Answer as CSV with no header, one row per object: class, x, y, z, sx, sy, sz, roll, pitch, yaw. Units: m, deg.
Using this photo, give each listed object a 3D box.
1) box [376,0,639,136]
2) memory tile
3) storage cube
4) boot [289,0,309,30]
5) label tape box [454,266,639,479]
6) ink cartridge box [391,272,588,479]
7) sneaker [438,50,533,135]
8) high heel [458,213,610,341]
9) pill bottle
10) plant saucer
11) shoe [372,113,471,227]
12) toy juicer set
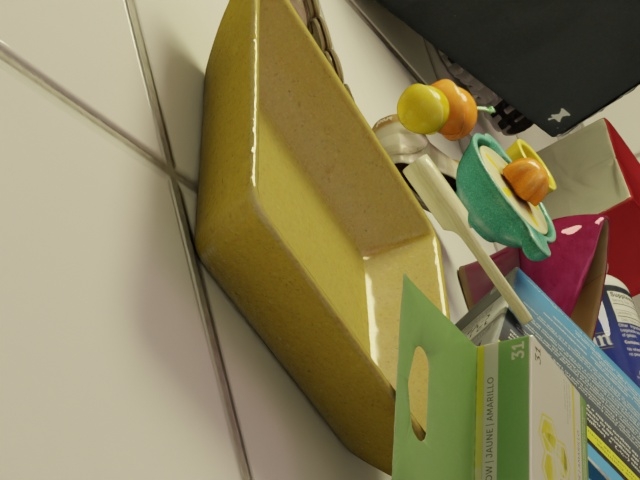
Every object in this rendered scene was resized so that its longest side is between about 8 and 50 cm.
box,0.237,-0.475,2.008,0.480,0.297,0.472,31,38,-39
memory tile,0.007,-0.166,1.452,0.113,0.012,0.148,93,-20,-72
storage cube,0.405,-0.032,2.251,0.193,0.215,0.184,44,27,-39
boot,-0.055,-0.231,1.389,0.118,0.042,0.087,67,23,4
label tape box,0.221,0.189,1.420,0.249,0.115,0.348,45,21,-2
ink cartridge box,0.132,0.146,1.110,0.235,0.056,0.171,48,38,-45
sneaker,0.236,-0.289,2.293,0.292,0.110,0.118,56,5,-38
high heel,0.292,0.157,1.675,0.127,0.181,0.377,21,47,-67
pill bottle,0.328,0.135,1.871,0.153,0.153,0.265,42,28,-55
plant saucer,0.000,0.000,1.159,0.333,0.081,0.333,55,19,-34
shoe,0.126,-0.060,1.651,0.219,0.076,0.058,36,32,-45
toy juicer set,0.165,-0.074,1.511,0.209,0.089,0.329,48,20,-14
